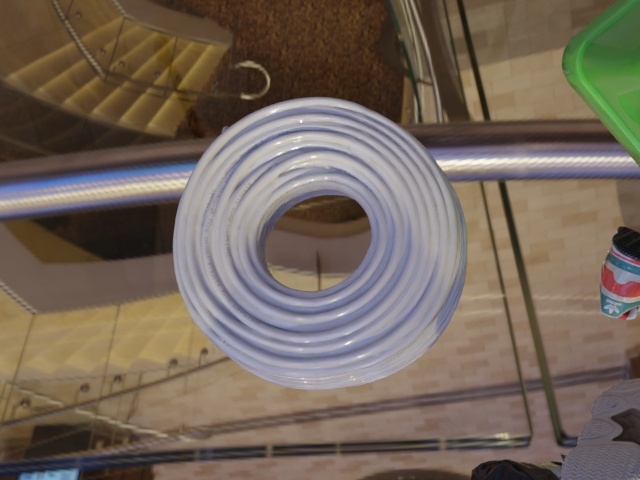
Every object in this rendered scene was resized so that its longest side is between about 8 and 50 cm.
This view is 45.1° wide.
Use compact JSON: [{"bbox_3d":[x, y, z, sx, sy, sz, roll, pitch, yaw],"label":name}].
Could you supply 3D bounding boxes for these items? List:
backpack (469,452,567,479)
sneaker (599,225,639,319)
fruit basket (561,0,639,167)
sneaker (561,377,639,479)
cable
[{"bbox_3d":[0.412,0.451,1.082,0.356,0.290,0.273,22,144,-40],"label":"backpack"},{"bbox_3d":[0.296,0.033,0.740,0.057,0.161,0.075,25,106,24],"label":"sneaker"},{"bbox_3d":[0.411,-0.203,0.673,0.283,0.392,0.392,50,125,-2],"label":"fruit basket"},{"bbox_3d":[0.352,0.264,0.859,0.101,0.269,0.153,-3,107,41],"label":"sneaker"},{"bbox_3d":[0.000,0.000,0.677,0.257,0.257,0.089,9,165,11],"label":"cable"}]
